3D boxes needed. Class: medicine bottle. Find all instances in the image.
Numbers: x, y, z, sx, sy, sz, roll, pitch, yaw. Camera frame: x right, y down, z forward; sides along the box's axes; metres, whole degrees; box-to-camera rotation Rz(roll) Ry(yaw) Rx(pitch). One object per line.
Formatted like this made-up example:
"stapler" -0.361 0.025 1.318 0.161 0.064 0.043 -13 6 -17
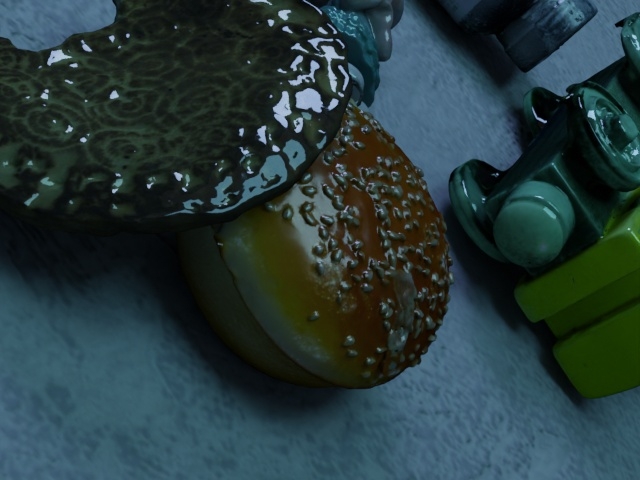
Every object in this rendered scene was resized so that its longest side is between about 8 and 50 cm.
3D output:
"medicine bottle" 0.155 -0.313 1.655 0.293 0.141 0.141 51 33 -1

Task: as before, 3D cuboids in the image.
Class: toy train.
"toy train" 0.287 -0.033 1.520 0.272 0.179 0.442 54 31 -6

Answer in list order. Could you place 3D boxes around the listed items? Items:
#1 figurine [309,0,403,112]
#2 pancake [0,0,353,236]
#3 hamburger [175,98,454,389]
"figurine" 0.017 -0.180 1.395 0.245 0.110 0.138 -82 164 -45
"pancake" -0.125 -0.106 1.085 0.286 0.033 0.288 14 46 8
"hamburger" -0.002 0.002 1.150 0.237 0.147 0.237 28 43 -29
